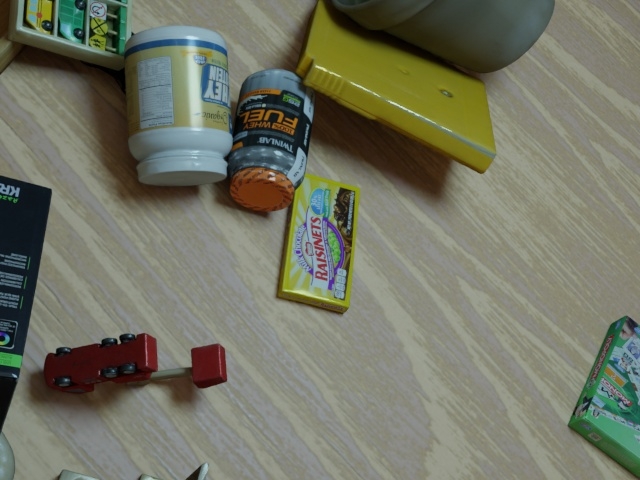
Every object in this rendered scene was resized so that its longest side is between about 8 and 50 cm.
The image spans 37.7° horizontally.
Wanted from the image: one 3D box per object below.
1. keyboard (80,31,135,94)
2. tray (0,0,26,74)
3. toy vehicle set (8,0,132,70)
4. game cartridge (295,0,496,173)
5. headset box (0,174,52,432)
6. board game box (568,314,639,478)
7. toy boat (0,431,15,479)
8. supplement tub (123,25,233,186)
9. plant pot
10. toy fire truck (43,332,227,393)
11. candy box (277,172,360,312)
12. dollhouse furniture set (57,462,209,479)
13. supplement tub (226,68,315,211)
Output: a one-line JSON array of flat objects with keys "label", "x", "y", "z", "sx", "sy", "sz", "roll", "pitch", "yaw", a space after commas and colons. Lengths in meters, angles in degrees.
[{"label": "keyboard", "x": -0.276, "y": -0.266, "z": 1.397, "sx": 0.192, "sy": 0.038, "sz": 0.100, "roll": 37, "pitch": 57, "yaw": -1}, {"label": "tray", "x": -0.506, "y": -0.331, "z": 1.309, "sx": 0.203, "sy": 0.076, "sz": 0.410, "roll": 32, "pitch": 58, "yaw": -6}, {"label": "toy vehicle set", "x": -0.350, "y": -0.389, "z": 1.341, "sx": 0.166, "sy": 0.035, "sz": 0.266, "roll": 10, "pitch": 70, "yaw": -36}, {"label": "game cartridge", "x": 0.120, "y": -0.250, "z": 1.486, "sx": 0.324, "sy": 0.052, "sz": 0.285, "roll": 24, "pitch": 31, "yaw": -9}, {"label": "headset box", "x": -0.432, "y": 0.057, "z": 0.980, "sx": 0.247, "sy": 0.131, "sz": 0.283, "roll": 14, "pitch": 46, "yaw": -19}, {"label": "board game box", "x": 0.559, "y": 0.293, "z": 1.471, "sx": 0.317, "sy": 0.046, "sz": 0.213, "roll": 37, "pitch": 57, "yaw": -3}, {"label": "toy boat", "x": -0.505, "y": 0.258, "z": 0.987, "sx": 0.267, "sy": 0.148, "sz": 0.318, "roll": 47, "pitch": 49, "yaw": -2}, {"label": "supplement tub", "x": -0.197, "y": -0.183, "z": 1.306, "sx": 0.144, "sy": 0.144, "sz": 0.199, "roll": -2, "pitch": 84, "yaw": -24}, {"label": "plant pot", "x": 0.221, "y": -0.426, "z": 1.532, "sx": 0.280, "sy": 0.323, "sz": 0.323, "roll": 35, "pitch": 54, "yaw": -30}, {"label": "toy fire truck", "x": -0.227, "y": 0.158, "z": 1.168, "sx": 0.192, "sy": 0.135, "sz": 0.047, "roll": -13, "pitch": 66, "yaw": 14}, {"label": "candy box", "x": 0.000, "y": 0.000, "z": 1.388, "sx": 0.105, "sy": 0.027, "sz": 0.205, "roll": 13, "pitch": 60, "yaw": -13}, {"label": "dollhouse furniture set", "x": -0.230, "y": 0.316, "z": 1.072, "sx": 0.151, "sy": 0.123, "sz": 0.144, "roll": 21, "pitch": 59, "yaw": -13}, {"label": "supplement tub", "x": -0.074, "y": -0.145, "z": 1.376, "sx": 0.117, "sy": 0.117, "sz": 0.190, "roll": 16, "pitch": 60, "yaw": -16}]
